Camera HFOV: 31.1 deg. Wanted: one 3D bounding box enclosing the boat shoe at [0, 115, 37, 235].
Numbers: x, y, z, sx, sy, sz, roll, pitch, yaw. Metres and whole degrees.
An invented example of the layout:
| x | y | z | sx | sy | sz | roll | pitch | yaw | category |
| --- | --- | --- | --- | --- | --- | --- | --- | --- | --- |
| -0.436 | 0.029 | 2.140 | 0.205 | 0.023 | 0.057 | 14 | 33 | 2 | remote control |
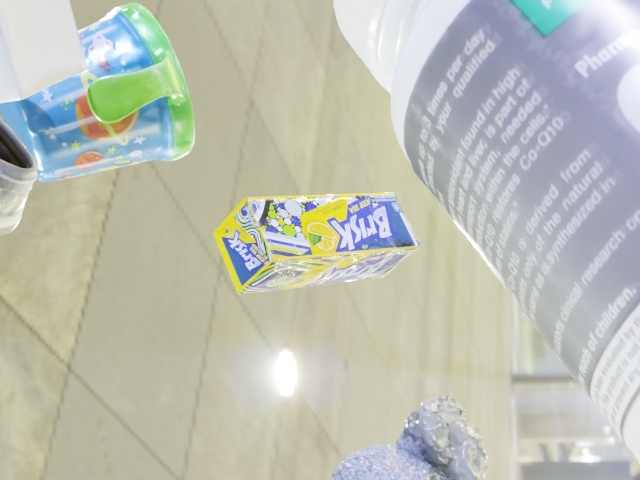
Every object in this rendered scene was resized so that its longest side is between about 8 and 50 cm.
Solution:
| x | y | z | sx | sy | sz | roll | pitch | yaw | category |
| --- | --- | --- | --- | --- | --- | --- | --- | --- | --- |
| -0.406 | -0.149 | 1.224 | 0.118 | 0.103 | 0.320 | -10 | 56 | -51 | boat shoe |

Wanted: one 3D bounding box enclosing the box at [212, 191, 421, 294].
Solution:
| x | y | z | sx | sy | sz | roll | pitch | yaw | category |
| --- | --- | --- | --- | --- | --- | --- | --- | --- | --- |
| 0.000 | 0.000 | 0.930 | 0.169 | 0.054 | 0.059 | -5 | 62 | -44 | box |

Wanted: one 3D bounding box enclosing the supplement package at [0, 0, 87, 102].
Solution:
| x | y | z | sx | sy | sz | roll | pitch | yaw | category |
| --- | --- | --- | --- | --- | --- | --- | --- | --- | --- |
| -0.425 | -0.267 | 1.382 | 0.149 | 0.203 | 0.194 | -48 | 129 | -60 | supplement package |

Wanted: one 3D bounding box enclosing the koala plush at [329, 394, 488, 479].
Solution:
| x | y | z | sx | sy | sz | roll | pitch | yaw | category |
| --- | --- | --- | --- | --- | --- | --- | --- | --- | --- |
| 0.074 | 0.233 | 0.781 | 0.221 | 0.196 | 0.203 | 52 | 7 | 28 | koala plush |

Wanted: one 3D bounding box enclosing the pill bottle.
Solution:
| x | y | z | sx | sy | sz | roll | pitch | yaw | category |
| --- | --- | --- | --- | --- | --- | --- | --- | --- | --- |
| 0.165 | -0.054 | 0.618 | 0.361 | 0.204 | 0.204 | 55 | -1 | 31 | pill bottle |

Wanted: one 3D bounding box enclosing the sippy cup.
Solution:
| x | y | z | sx | sy | sz | roll | pitch | yaw | category |
| --- | --- | --- | --- | --- | --- | --- | --- | --- | --- |
| -0.328 | -0.193 | 1.629 | 0.240 | 0.224 | 0.305 | 58 | -23 | 22 | sippy cup |
